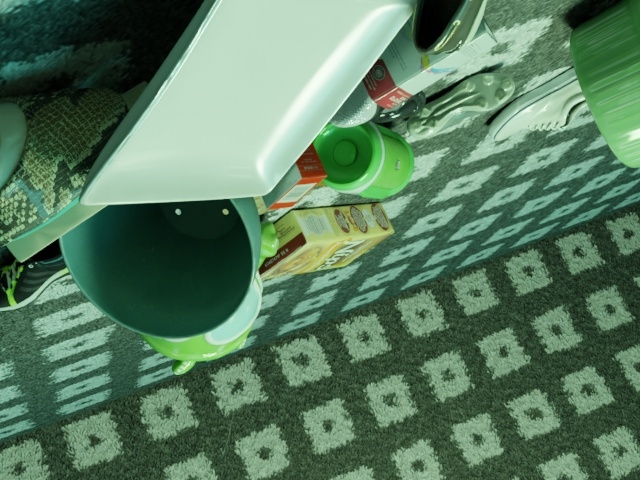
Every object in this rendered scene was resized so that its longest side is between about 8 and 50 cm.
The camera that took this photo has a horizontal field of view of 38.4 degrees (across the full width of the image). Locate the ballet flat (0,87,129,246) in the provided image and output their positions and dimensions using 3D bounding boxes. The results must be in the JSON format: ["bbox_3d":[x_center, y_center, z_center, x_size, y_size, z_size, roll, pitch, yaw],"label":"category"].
[{"bbox_3d":[-0.448,-0.052,1.085,0.482,0.164,0.182,-28,150,23],"label":"ballet flat"}]

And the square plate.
[{"bbox_3d":[-0.079,-0.178,1.063,0.344,0.049,0.347,-50,159,26],"label":"square plate"}]

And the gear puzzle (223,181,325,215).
[{"bbox_3d":[-0.074,-0.108,1.688,0.338,0.044,0.175,-18,163,-33],"label":"gear puzzle"}]

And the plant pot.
[{"bbox_3d":[-0.209,-0.029,1.360,0.290,0.290,0.195,-31,-166,25],"label":"plant pot"}]

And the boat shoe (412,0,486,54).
[{"bbox_3d":[0.166,-0.320,1.070,0.068,0.081,0.228,-27,142,-42],"label":"boat shoe"}]

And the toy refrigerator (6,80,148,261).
[{"bbox_3d":[-0.309,-0.088,1.197,0.269,0.102,0.094,-31,-167,23],"label":"toy refrigerator"}]

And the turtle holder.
[{"bbox_3d":[-0.205,0.092,1.791,0.320,0.243,0.227,-5,141,-28],"label":"turtle holder"}]

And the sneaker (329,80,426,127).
[{"bbox_3d":[0.132,-0.259,1.350,0.268,0.101,0.153,-33,168,28],"label":"sneaker"}]

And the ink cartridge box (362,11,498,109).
[{"bbox_3d":[0.127,-0.274,1.217,0.175,0.127,0.072,-29,166,20],"label":"ink cartridge box"}]

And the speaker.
[{"bbox_3d":[0.078,-0.139,1.574,0.131,0.131,0.296,-28,173,16],"label":"speaker"}]

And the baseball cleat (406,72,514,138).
[{"bbox_3d":[0.251,-0.247,1.674,0.205,0.072,0.109,-21,180,7],"label":"baseball cleat"}]

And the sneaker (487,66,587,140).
[{"bbox_3d":[0.461,-0.262,1.868,0.258,0.091,0.094,-32,164,29],"label":"sneaker"}]

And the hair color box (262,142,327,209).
[{"bbox_3d":[-0.064,-0.140,1.314,0.053,0.167,0.093,-9,159,-43],"label":"hair color box"}]

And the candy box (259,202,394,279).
[{"bbox_3d":[0.000,0.000,2.081,0.183,0.088,0.316,-35,162,37],"label":"candy box"}]

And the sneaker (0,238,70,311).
[{"bbox_3d":[-0.471,0.031,1.497,0.234,0.084,0.097,-32,151,10],"label":"sneaker"}]

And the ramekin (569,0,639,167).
[{"bbox_3d":[0.554,-0.273,1.587,0.148,0.304,0.303,-23,168,30],"label":"ramekin"}]
